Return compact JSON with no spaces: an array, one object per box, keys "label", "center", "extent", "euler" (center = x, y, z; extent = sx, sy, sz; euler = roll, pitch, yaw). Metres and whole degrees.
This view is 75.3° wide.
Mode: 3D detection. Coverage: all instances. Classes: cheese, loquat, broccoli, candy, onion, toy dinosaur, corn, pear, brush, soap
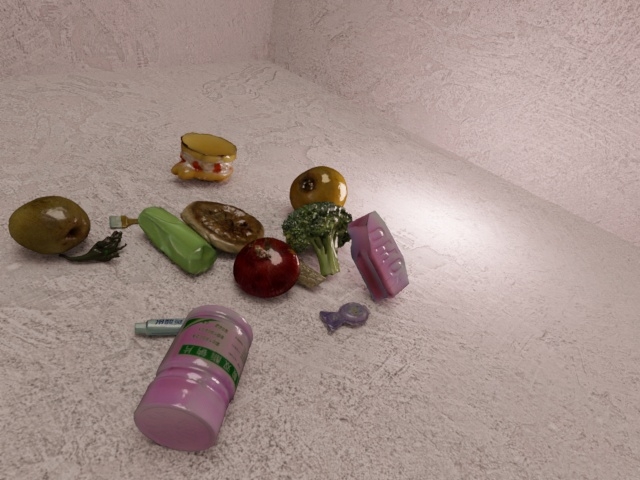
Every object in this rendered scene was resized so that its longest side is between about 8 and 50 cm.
[{"label":"cheese","center":[0.097,0.271,1.501],"extent":[0.191,0.042,0.105],"euler":[-12,43,-29]},{"label":"loquat","center":[-0.003,-0.199,1.905],"extent":[0.275,0.274,0.275],"euler":[10,37,-8]},{"label":"broccoli","center":[-0.016,-0.014,1.705],"extent":[0.249,0.301,0.375],"euler":[10,3,29]},{"label":"candy","center":[-0.537,-0.008,1.563],"extent":[0.343,0.132,0.142],"euler":[34,53,23]},{"label":"onion","center":[-0.199,0.096,1.506],"extent":[0.248,0.248,0.161],"euler":[23,-4,10]},{"label":"toy dinosaur","center":[-0.804,0.038,1.503],"extent":[0.179,0.087,0.187],"euler":[-17,14,18]},{"label":"corn","center":[-0.082,0.123,1.606],"extent":[0.211,0.087,0.087],"euler":[35,40,14]},{"label":"pear","center":[-0.921,-0.053,1.427],"extent":[0.211,0.188,0.228],"euler":[9,33,18]},{"label":"brush","center":[-0.737,-0.079,1.684],"extent":[0.218,0.010,0.082],"euler":[-4,40,-26]},{"label":"soap","center":[0.225,0.055,1.641],"extent":[0.193,0.109,0.323],"euler":[-29,91,-45]}]

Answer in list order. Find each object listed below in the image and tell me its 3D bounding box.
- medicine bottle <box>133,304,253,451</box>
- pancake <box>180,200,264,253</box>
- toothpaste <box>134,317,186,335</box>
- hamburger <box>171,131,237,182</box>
[{"label":"medicine bottle","center":[-0.320,0.353,1.105],"extent":[0.212,0.212,0.325],"euler":[15,36,0]},{"label":"pancake","center":[-0.398,-0.071,1.726],"extent":[0.356,0.065,0.356],"euler":[20,24,-9]},{"label":"toothpaste","center":[-0.426,0.272,1.313],"extent":[0.297,0.048,0.074],"euler":[3,35,-23]},{"label":"hamburger","center":[-0.560,-0.384,1.998],"extent":[0.261,0.186,0.303],"euler":[28,29,14]}]
